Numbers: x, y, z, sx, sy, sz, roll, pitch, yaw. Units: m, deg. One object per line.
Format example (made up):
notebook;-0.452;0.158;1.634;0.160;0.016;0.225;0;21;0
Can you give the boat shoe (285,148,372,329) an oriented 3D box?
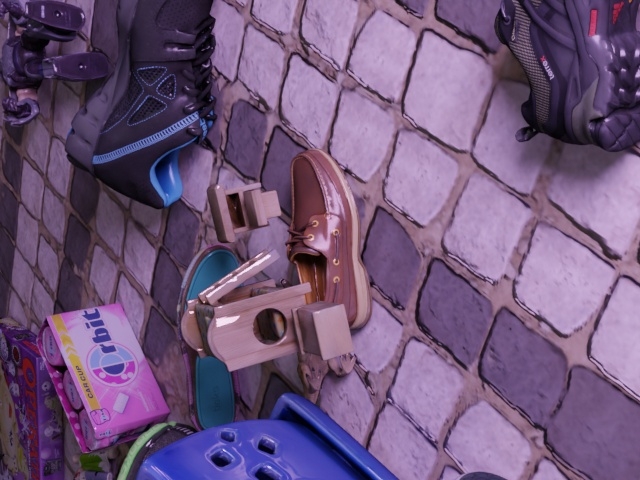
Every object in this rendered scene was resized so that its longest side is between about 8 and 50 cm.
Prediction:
boat shoe;0.000;0.000;0.906;0.064;0.060;0.178;-17;84;52

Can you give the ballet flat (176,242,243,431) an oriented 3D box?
ballet flat;-0.127;0.108;1.089;0.079;0.076;0.222;-152;60;-68

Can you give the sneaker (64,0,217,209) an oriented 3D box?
sneaker;-0.157;-0.186;1.051;0.139;0.125;0.341;36;126;8

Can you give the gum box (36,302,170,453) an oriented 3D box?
gum box;-0.284;0.182;1.263;0.188;0.107;0.062;59;137;25

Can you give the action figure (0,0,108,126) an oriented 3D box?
action figure;-0.399;-0.257;1.330;0.285;0.099;0.185;-1;102;55

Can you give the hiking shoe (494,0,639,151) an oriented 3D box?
hiking shoe;0.160;-0.174;0.648;0.114;0.086;0.227;8;104;47

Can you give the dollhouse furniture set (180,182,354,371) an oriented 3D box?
dollhouse furniture set;-0.067;0.027;0.854;0.182;0.101;0.161;178;79;-69

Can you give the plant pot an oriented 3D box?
plant pot;-0.035;0.293;0.864;0.236;0.212;0.236;39;127;22

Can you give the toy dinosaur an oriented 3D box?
toy dinosaur;-0.007;0.127;0.963;0.092;0.053;0.183;167;100;-67

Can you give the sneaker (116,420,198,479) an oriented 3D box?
sneaker;-0.094;0.428;1.055;0.202;0.185;0.483;-16;89;35

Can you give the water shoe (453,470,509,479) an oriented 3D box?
water shoe;0.164;0.269;0.745;0.203;0.073;0.080;44;131;38

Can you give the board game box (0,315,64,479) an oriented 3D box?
board game box;-0.489;0.320;1.600;0.208;0.056;0.347;17;110;44

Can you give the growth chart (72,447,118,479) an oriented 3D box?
growth chart;-0.337;0.408;1.371;0.172;0.021;0.237;-29;46;48
